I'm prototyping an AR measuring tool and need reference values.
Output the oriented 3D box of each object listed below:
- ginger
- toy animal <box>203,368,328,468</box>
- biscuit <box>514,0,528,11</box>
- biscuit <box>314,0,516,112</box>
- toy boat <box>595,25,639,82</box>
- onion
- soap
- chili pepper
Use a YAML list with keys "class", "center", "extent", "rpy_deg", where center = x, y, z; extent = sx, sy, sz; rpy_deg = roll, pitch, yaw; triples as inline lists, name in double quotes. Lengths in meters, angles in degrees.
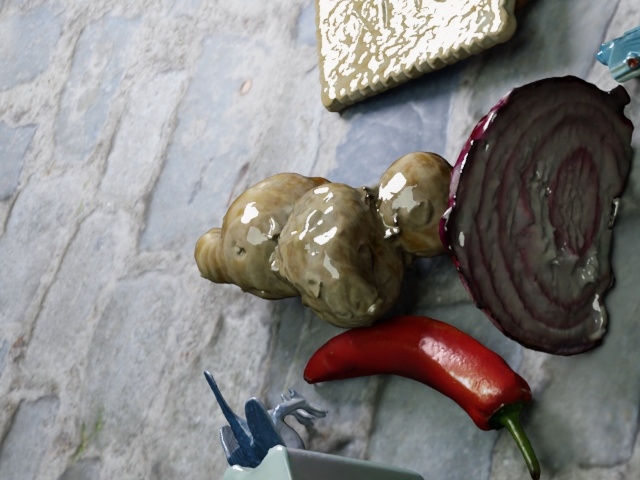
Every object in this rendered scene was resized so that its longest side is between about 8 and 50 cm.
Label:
- class: "ginger"
  center: [0.000, 0.000, 1.651]
  extent: [0.375, 0.176, 0.256]
  rpy_deg: [-2, 41, 39]
- class: "toy animal"
  center: [-0.061, 0.268, 1.626]
  extent: [0.255, 0.239, 0.176]
  rpy_deg: [33, 63, -2]
- class: "biscuit"
  center: [0.242, -0.353, 1.652]
  extent: [0.102, 0.019, 0.131]
  rpy_deg: [35, 117, 53]
- class: "biscuit"
  center: [0.117, -0.308, 1.721]
  extent: [0.324, 0.044, 0.217]
  rpy_deg: [-20, 68, 40]
- class: "toy boat"
  center: [0.426, -0.218, 1.487]
  extent: [0.215, 0.088, 0.102]
  rpy_deg: [-24, 98, 27]
- class: "onion"
  center: [0.218, -0.045, 1.466]
  extent: [0.146, 0.280, 0.315]
  rpy_deg: [9, 80, 52]
- class: "soap"
  center: [0.031, 0.332, 1.454]
  extent: [0.095, 0.289, 0.173]
  rpy_deg: [-30, 60, 27]
- class: "chili pepper"
  center: [0.131, 0.162, 1.577]
  extent: [0.368, 0.091, 0.137]
  rpy_deg: [18, 105, 44]
